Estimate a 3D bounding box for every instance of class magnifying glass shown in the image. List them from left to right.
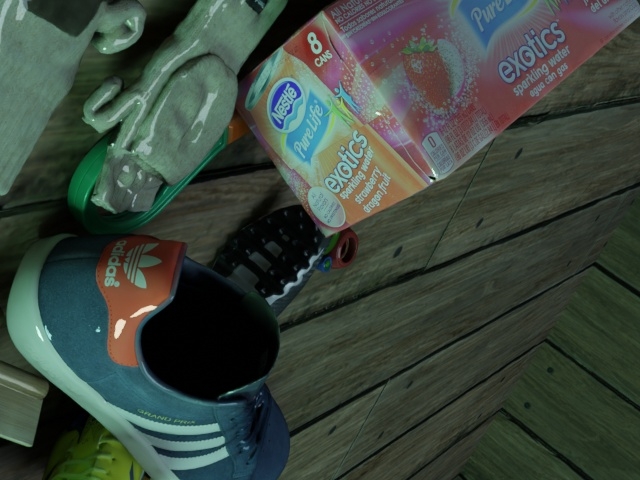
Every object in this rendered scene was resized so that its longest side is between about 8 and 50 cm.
[{"bbox_3d":[-0.096,-0.077,0.750,0.231,0.026,0.092,-33,150,-34],"label":"magnifying glass"}]

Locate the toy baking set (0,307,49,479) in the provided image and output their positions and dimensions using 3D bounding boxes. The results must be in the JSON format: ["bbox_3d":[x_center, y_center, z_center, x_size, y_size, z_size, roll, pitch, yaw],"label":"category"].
[{"bbox_3d":[-0.251,0.131,0.581,0.030,0.196,0.256,-23,166,28],"label":"toy baking set"}]

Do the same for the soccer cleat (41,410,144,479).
[{"bbox_3d":[-0.186,0.192,0.771,0.289,0.093,0.121,-148,-107,-82],"label":"soccer cleat"}]

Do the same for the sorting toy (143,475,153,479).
[{"bbox_3d":[-0.163,0.272,1.098,0.196,0.047,0.348,-56,157,-3],"label":"sorting toy"}]

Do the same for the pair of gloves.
[{"bbox_3d":[-0.125,-0.116,0.594,0.204,0.042,0.240,-63,154,5],"label":"pair of gloves"}]

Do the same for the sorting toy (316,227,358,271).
[{"bbox_3d":[0.000,0.000,1.026,0.061,0.042,0.102,-64,147,-12],"label":"sorting toy"}]

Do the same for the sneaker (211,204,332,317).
[{"bbox_3d":[-0.071,0.062,0.931,0.234,0.078,0.106,-49,160,1],"label":"sneaker"}]

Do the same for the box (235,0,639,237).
[{"bbox_3d":[0.097,-0.150,0.766,0.300,0.142,0.154,-39,-172,-33],"label":"box"}]

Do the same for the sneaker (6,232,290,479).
[{"bbox_3d":[-0.079,0.111,0.751,0.350,0.148,0.131,50,39,-50],"label":"sneaker"}]
